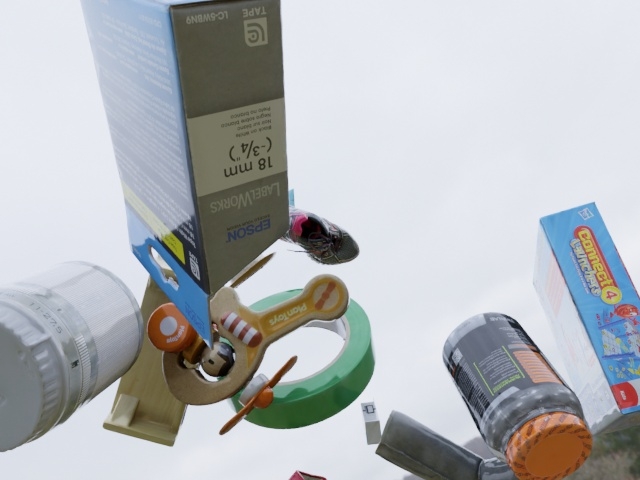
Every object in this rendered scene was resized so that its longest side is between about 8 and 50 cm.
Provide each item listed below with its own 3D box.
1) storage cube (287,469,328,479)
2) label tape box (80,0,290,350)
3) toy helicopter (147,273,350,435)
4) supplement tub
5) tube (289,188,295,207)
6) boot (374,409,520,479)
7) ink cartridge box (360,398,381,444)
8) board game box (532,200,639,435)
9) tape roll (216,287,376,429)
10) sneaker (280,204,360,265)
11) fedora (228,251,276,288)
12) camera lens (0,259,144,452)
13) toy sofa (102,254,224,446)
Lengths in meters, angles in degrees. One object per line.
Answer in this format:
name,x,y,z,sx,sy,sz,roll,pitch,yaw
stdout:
storage cube,-0.021,0.641,1.239,0.193,0.215,0.184,-48,-34,-5
label tape box,-0.138,-0.094,0.608,0.105,0.240,0.334,-21,-52,-29
toy helicopter,-0.105,0.175,1.001,0.354,0.235,0.140,-27,-21,2
supplement tub,0.230,0.183,0.693,0.116,0.190,0.117,-4,-61,-8
tube,-0.169,-0.118,2.040,0.207,0.080,0.052,-16,-14,38
boot,0.193,0.305,0.838,0.076,0.208,0.190,-30,-33,-50
ink cartridge box,0.092,0.330,1.064,0.028,0.083,0.048,-7,-76,-1
board game box,0.443,0.141,0.939,0.086,0.302,0.308,-17,-27,10
tape roll,-0.052,0.224,1.161,0.320,0.321,0.077,-20,-57,-8
sneaker,0.000,0.000,1.522,0.299,0.112,0.121,22,-94,-42
fedora,-0.207,0.064,1.555,0.194,0.079,0.194,-38,0,0
camera lens,-0.418,0.160,0.877,0.219,0.220,0.274,-34,3,15
toy sofa,-0.308,0.210,1.186,0.150,0.177,0.363,17,-83,-6
